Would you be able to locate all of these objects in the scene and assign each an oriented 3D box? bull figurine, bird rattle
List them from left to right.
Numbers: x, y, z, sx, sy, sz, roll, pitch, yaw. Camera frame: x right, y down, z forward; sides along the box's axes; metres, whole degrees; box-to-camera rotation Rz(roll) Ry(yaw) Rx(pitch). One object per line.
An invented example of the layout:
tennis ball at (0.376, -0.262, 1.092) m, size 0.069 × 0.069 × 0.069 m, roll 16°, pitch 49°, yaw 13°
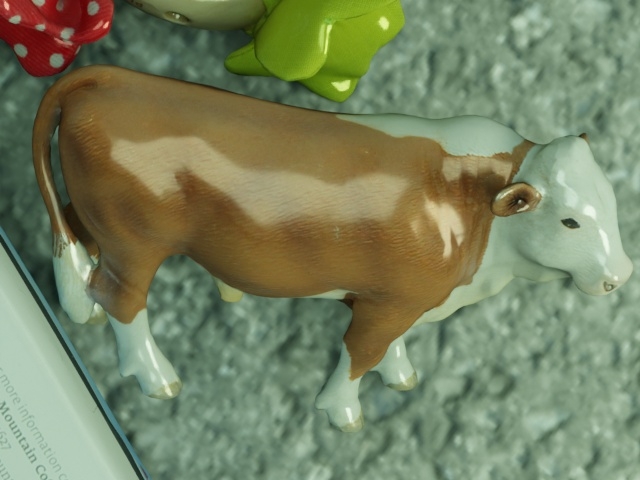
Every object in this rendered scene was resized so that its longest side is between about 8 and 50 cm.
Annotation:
bird rattle at (-0.072, -0.173, 0.941) m, size 0.253 × 0.143 × 0.207 m, roll 12°, pitch 71°, yaw 1°
bull figurine at (0.000, 0.000, 0.907) m, size 0.310 × 0.101 × 0.188 m, roll 14°, pitch 118°, yaw -1°

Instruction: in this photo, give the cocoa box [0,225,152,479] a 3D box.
cocoa box at (-0.232, 0.096, 0.852) m, size 0.231 × 0.228 × 0.347 m, roll -31°, pitch 93°, yaw -6°
